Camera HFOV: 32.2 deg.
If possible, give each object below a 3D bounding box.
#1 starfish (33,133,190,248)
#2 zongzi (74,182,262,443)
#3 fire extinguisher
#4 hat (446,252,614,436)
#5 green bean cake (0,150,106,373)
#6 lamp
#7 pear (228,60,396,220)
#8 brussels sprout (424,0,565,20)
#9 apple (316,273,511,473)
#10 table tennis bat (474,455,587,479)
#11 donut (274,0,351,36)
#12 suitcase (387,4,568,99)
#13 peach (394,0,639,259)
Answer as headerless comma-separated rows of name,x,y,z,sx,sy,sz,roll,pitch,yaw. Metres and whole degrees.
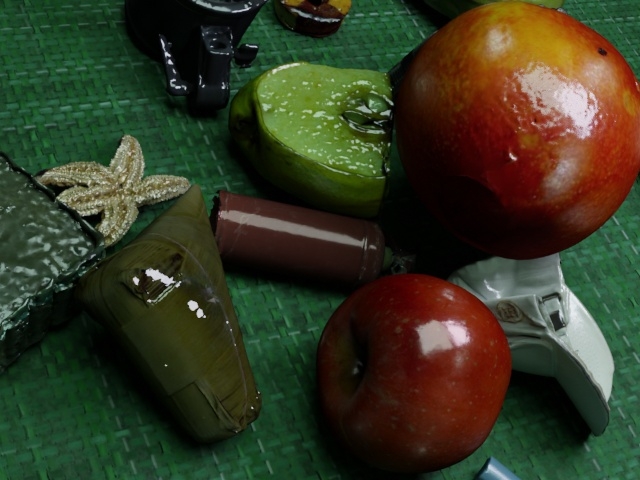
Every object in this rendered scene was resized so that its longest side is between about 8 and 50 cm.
starfish,-0.296,-0.077,1.593,0.238,0.071,0.216,0,59,-29
zongzi,-0.150,0.088,1.462,0.274,0.145,0.300,56,31,-13
fire extinguisher,0.000,0.000,1.630,0.336,0.107,0.147,12,26,-14
hat,0.311,0.155,1.612,0.301,0.168,0.258,58,25,-2
green bean cake,-0.433,0.032,1.410,0.241,0.132,0.255,39,54,8
lamp,-0.189,-0.419,1.761,0.205,0.272,0.374,-2,54,-24
pear,-0.016,-0.142,1.683,0.255,0.164,0.238,8,52,-6
brussels sprout,0.321,-0.506,2.062,0.316,0.243,0.273,32,64,31
apple,0.118,0.172,1.441,0.216,0.260,0.260,15,48,-33
table tennis bat,0.350,0.402,1.484,0.329,0.044,0.215,35,51,4
donut,-0.018,-0.417,1.965,0.140,0.059,0.140,10,51,-13
suitcase,0.276,-0.295,1.888,0.312,0.202,0.128,-20,82,-31
peach,0.283,-0.147,1.579,0.388,0.388,0.388,11,51,-13
